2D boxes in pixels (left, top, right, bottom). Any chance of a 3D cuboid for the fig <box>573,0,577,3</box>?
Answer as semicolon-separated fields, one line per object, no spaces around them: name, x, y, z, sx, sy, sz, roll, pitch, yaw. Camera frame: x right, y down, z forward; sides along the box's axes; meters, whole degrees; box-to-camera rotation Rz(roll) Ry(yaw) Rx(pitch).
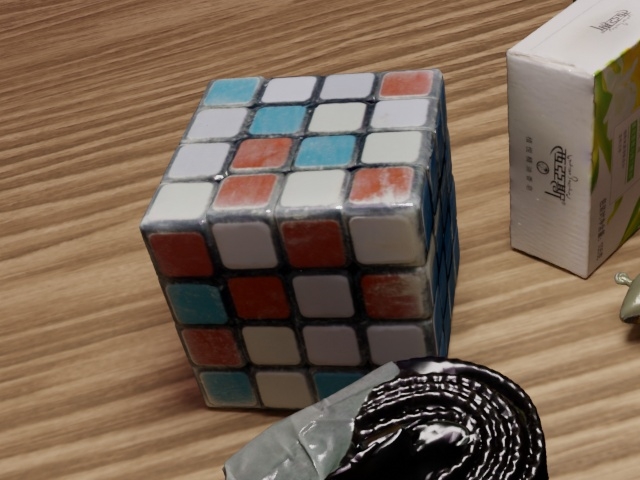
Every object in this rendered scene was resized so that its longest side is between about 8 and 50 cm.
fig;0.470;-0.340;1.195;0.316;0.316;0.316;-7;38;6

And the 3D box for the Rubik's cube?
Rubik's cube;0.000;-0.001;0.935;0.254;0.256;0.259;0;38;15

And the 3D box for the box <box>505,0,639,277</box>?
box;0.299;-0.122;1.007;0.111;0.260;0.194;25;51;39

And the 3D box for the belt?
belt;0.044;0.207;0.735;0.289;0.164;0.184;-27;45;-15

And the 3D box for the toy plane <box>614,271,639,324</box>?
toy plane;0.428;0.031;0.926;0.287;0.092;0.108;-21;60;-11
